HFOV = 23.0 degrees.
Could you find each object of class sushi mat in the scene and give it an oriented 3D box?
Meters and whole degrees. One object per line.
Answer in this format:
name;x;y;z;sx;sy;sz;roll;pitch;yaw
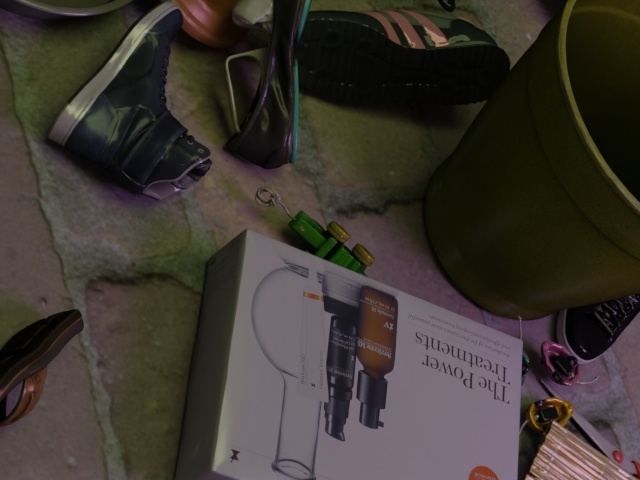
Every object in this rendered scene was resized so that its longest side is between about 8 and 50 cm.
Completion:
sushi mat;0.363;0.356;1.864;0.316;0.019;0.151;35;66;-14

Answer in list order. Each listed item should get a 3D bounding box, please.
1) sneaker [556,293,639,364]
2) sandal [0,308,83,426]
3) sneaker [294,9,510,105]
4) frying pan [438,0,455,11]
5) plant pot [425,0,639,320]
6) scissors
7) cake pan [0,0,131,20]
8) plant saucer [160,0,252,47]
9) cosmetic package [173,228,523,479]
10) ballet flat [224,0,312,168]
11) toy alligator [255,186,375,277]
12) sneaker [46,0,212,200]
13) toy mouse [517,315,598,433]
sneaker;0.386;0.062;1.993;0.079;0.121;0.217;47;48;-4
sandal;-0.299;0.140;1.508;0.219;0.090;0.060;-44;116;-49
sneaker;0.073;-0.242;1.974;0.319;0.112;0.131;6;31;-26
frying pan;0.121;-0.464;2.143;0.197;0.053;0.326;-37;91;-42
plant pot;0.316;-0.076;1.866;0.366;0.353;0.366;16;58;-27
scissors;0.373;0.285;1.930;0.297;0.021;0.109;36;50;-14
cake pan;-0.321;-0.368;1.775;0.293;0.054;0.293;17;57;-27
plant saucer;-0.132;-0.326;1.855;0.200;0.037;0.200;30;50;-44
cosmetic package;0.042;0.186;1.704;0.377;0.097;0.284;22;58;-24
ballet flat;-0.058;-0.224;1.806;0.096;0.095;0.280;8;86;-7
toy alligator;0.000;0.000;1.806;0.190;0.056;0.051;42;7;-7
sneaker;-0.172;-0.147;1.727;0.163;0.086;0.226;34;60;-2
toy mouse;0.259;0.161;1.903;0.161;0.031;0.143;-17;77;-29
